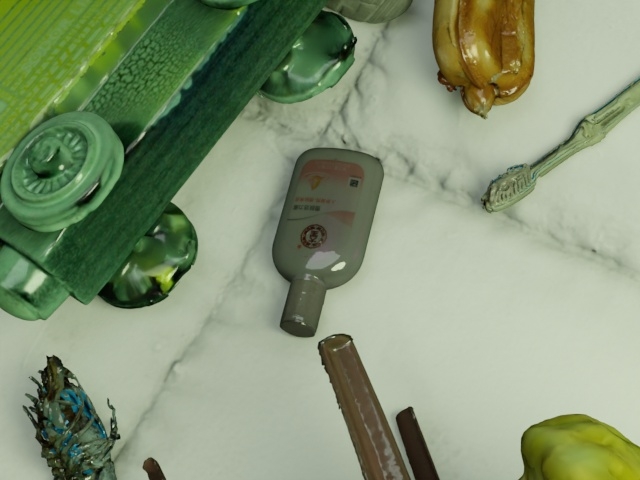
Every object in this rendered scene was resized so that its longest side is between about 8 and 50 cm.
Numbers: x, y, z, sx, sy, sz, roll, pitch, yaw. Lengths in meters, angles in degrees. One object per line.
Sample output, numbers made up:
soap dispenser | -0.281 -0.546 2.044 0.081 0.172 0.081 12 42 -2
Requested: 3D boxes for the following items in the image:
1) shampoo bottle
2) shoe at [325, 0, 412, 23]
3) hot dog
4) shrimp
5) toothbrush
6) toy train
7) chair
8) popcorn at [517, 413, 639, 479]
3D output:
shampoo bottle | 0.000 0.000 0.965 0.079 0.040 0.165 8 64 16
shoe | 0.027 -0.310 1.098 0.125 0.099 0.228 -30 80 -42
hot dog | 0.143 -0.213 1.021 0.076 0.102 0.249 -28 46 47
shrimp | -0.196 0.174 0.918 0.082 0.076 0.174 -38 56 40
toothbrush | 0.252 -0.113 0.977 0.294 0.028 0.026 -35 62 -12
toy train | -0.172 -0.141 1.009 0.272 0.179 0.442 28 73 33
chair | 0.018 0.259 0.749 0.183 0.175 0.327 -28 56 7
popcorn | 0.185 0.292 0.643 0.293 0.292 0.334 11 72 27
